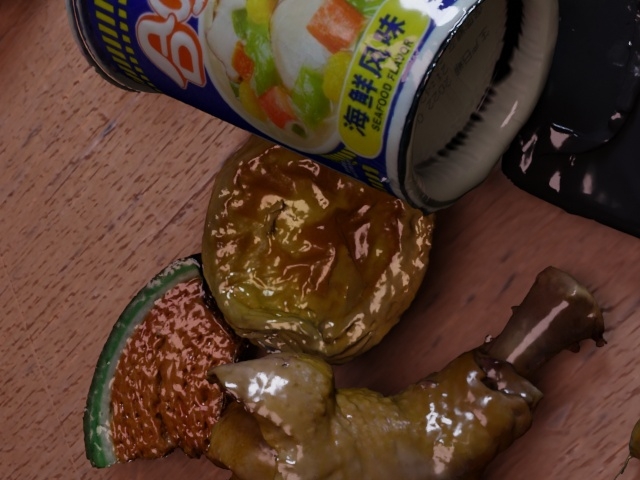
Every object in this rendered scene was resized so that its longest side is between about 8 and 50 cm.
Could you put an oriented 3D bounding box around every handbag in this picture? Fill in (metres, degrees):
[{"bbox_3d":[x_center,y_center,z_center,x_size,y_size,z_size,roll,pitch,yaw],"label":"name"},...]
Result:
[{"bbox_3d":[0.270,-0.135,0.827,0.244,0.088,0.275,24,122,31],"label":"handbag"}]

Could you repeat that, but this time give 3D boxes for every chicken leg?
[{"bbox_3d":[0.051,0.163,0.887,0.295,0.182,0.409,43,94,-12],"label":"chicken leg"}]

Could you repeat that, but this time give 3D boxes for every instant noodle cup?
[{"bbox_3d":[0.006,-0.178,0.854,0.312,0.284,0.284,33,103,28],"label":"instant noodle cup"}]

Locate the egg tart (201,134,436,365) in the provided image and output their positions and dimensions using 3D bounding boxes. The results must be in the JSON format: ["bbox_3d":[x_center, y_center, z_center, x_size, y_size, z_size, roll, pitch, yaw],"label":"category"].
[{"bbox_3d":[0.000,0.000,0.988,0.241,0.106,0.241,-4,81,27],"label":"egg tart"}]

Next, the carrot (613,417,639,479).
[{"bbox_3d":[0.334,0.098,0.830,0.298,0.078,0.078,-43,69,24],"label":"carrot"}]

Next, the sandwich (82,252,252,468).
[{"bbox_3d":[-0.143,0.124,1.079,0.159,0.079,0.235,13,97,18],"label":"sandwich"}]
